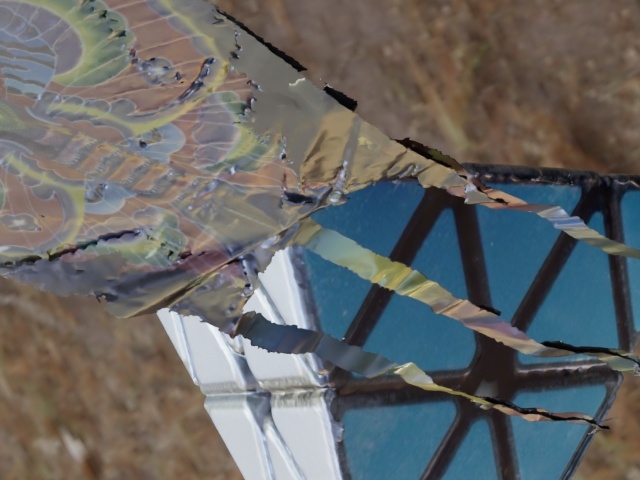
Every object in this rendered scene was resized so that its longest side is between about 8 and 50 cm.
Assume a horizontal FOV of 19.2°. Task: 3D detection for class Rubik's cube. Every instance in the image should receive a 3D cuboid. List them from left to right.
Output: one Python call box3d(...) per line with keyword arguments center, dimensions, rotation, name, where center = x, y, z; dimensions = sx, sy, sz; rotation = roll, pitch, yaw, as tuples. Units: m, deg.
box3d(center=(0.030, 0.041, 0.865), dimensions=(0.229, 0.228, 0.233), rotation=(34, 122, -10), name="Rubik's cube")

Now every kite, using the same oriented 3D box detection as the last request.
box3d(center=(0.000, 0.000, 0.502), dimensions=(0.152, 0.285, 0.015), rotation=(-39, 40, 47), name="kite")
